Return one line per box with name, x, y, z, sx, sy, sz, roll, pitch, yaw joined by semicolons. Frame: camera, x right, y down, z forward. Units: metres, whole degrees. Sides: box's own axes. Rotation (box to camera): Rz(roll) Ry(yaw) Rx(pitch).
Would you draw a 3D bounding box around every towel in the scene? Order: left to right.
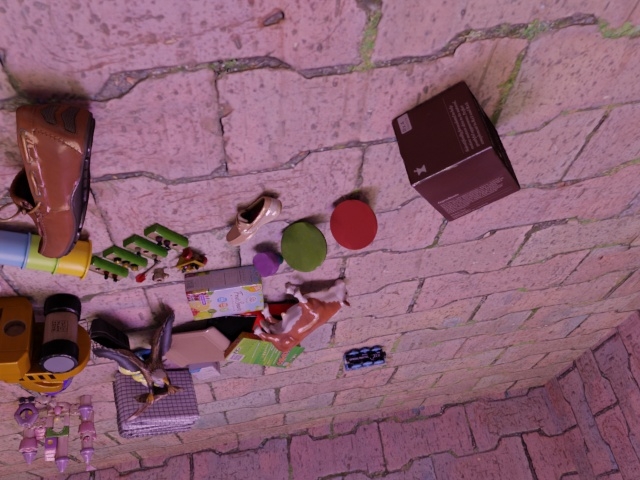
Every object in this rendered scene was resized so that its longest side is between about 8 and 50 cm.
towel;-0.602;0.593;2.092;0.284;0.235;0.121;4;127;-29

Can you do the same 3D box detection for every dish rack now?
dish rack;-0.738;0.318;1.739;0.272;0.074;0.208;-14;150;4

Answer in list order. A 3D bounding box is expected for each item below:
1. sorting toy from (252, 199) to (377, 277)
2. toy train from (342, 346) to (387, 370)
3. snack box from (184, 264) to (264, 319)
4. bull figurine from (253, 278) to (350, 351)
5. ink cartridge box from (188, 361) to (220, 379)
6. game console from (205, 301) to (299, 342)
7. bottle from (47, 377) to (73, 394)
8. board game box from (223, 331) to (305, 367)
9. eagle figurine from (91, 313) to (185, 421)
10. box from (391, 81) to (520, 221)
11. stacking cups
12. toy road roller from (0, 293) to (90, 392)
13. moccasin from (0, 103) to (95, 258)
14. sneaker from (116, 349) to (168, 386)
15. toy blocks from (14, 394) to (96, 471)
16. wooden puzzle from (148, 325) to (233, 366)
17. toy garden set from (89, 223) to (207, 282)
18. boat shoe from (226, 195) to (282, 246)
sorting toy;0.000;0.000;1.463;0.366;0.127;0.126;-24;178;26
toy train;0.184;0.496;2.393;0.184;0.080;0.105;-7;160;-13
snack box;-0.268;0.149;1.622;0.207;0.070;0.174;-9;150;-8
bull figurine;-0.056;0.220;1.746;0.188;0.101;0.310;37;105;-28
ink cartridge box;-0.435;0.477;2.151;0.089;0.052;0.122;-12;150;1
game console;-0.222;0.311;1.949;0.342;0.060;0.386;4;147;-15
bottle;-0.841;0.424;1.799;0.118;0.092;0.283;34;161;-8
board game box;-0.185;0.374;1.933;0.260;0.039;0.124;19;124;-35
eagle figurine;-0.521;0.366;1.731;0.225;0.226;0.298;-4;118;21
box;0.277;-0.171;1.161;0.167;0.168;0.203;-25;149;24
stacking cups;-0.663;0.012;1.225;0.316;0.096;0.096;14;142;-34
toy road roller;-0.782;0.293;1.504;0.330;0.202;0.240;2;136;-21
moccasin;-0.502;-0.094;1.044;0.147;0.139;0.380;8;148;-20
sneaker;-0.589;0.447;2.002;0.126;0.091;0.240;-23;148;18
toy blocks;-1.032;0.777;2.243;0.289;0.259;0.309;1;148;-21
wooden puzzle;-0.413;0.350;1.905;0.239;0.044;0.221;-13;142;16
toy garden set;-0.426;0.062;1.431;0.244;0.049;0.204;-25;148;22
boat shoe;-0.167;-0.050;1.326;0.170;0.063;0.059;-38;140;23
